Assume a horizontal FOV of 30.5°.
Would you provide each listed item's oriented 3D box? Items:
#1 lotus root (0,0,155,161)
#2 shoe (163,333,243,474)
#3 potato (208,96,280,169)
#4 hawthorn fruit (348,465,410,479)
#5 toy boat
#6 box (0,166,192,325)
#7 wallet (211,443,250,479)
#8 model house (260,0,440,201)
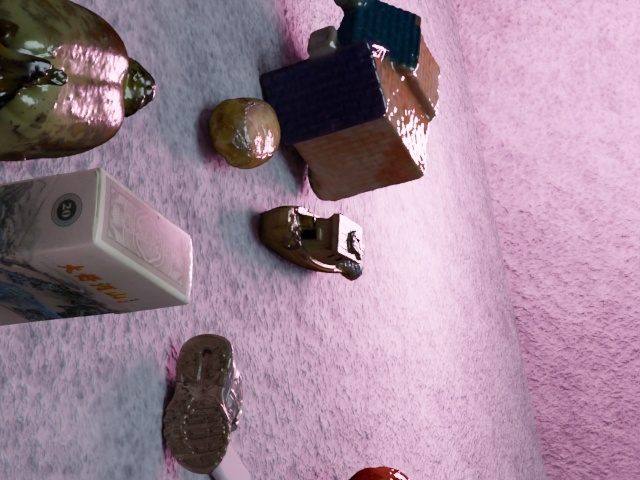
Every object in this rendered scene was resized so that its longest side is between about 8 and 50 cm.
[{"bbox_3d":[-0.278,-0.159,1.182,0.309,0.173,0.173,-4,88,-69],"label":"lotus root"},{"bbox_3d":[-0.148,0.216,1.528,0.092,0.089,0.180,64,28,-69],"label":"shoe"},{"bbox_3d":[-0.112,-0.158,1.726,0.170,0.080,0.107,-29,119,-65],"label":"potato"},{"bbox_3d":[0.113,0.510,1.918,0.266,0.210,0.230,48,5,5],"label":"hawthorn fruit"},{"bbox_3d":[0.000,0.000,1.927,0.321,0.121,0.089,30,61,-66],"label":"toy boat"},{"bbox_3d":[-0.261,0.016,1.017,0.164,0.256,0.069,43,43,-60],"label":"box"},{"bbox_3d":[-0.129,0.311,1.619,0.061,0.025,0.122,-73,149,-43],"label":"wallet"},{"bbox_3d":[0.047,-0.278,1.992,0.280,0.245,0.312,51,37,-43],"label":"model house"}]
